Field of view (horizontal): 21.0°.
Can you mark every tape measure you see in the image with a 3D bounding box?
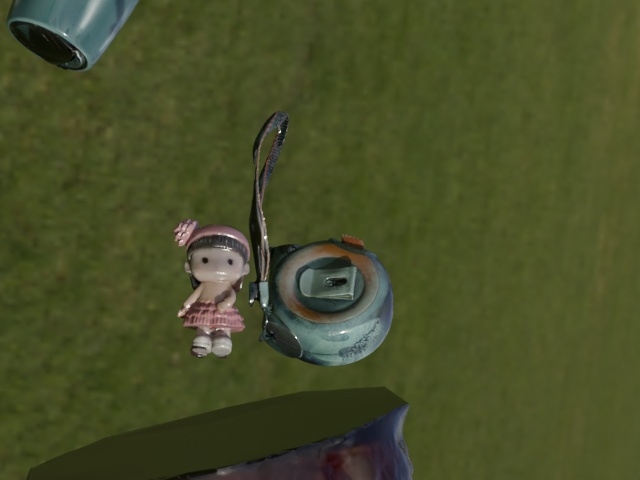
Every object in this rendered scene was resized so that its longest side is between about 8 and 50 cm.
[{"bbox_3d":[0.000,0.002,1.276,0.104,0.107,0.180,-83,171,-55],"label":"tape measure"}]

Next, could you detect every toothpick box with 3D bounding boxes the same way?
[{"bbox_3d":[-0.232,-0.264,1.713,0.184,0.120,0.120,-65,160,-18],"label":"toothpick box"}]

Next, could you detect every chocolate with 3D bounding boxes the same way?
[{"bbox_3d":[-0.062,0.335,1.608,0.383,0.383,0.331,-27,104,-73],"label":"chocolate"}]

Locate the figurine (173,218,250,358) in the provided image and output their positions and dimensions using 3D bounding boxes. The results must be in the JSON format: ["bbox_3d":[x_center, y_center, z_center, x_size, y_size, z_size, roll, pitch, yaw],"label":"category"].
[{"bbox_3d":[-0.103,0.044,1.588,0.054,0.072,0.129,72,20,-74],"label":"figurine"}]
